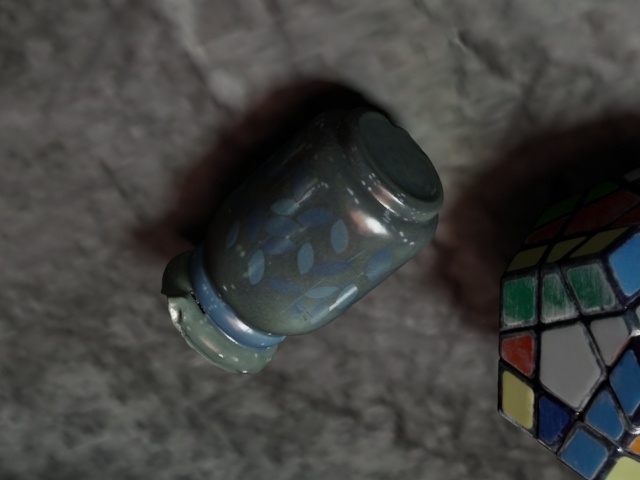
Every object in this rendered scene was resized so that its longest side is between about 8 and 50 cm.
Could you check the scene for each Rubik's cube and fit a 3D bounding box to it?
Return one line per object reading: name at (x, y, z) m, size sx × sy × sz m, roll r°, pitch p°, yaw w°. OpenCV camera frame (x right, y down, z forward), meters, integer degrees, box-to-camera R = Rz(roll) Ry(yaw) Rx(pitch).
Rubik's cube at (0.105, 0.030, 0.590) m, size 0.111 × 0.111 × 0.093 m, roll 29°, pitch 95°, yaw -30°

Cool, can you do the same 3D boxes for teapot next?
teapot at (-0.003, -0.003, 0.585) m, size 0.083 × 0.063 × 0.049 m, roll -39°, pitch 95°, yaw 29°
